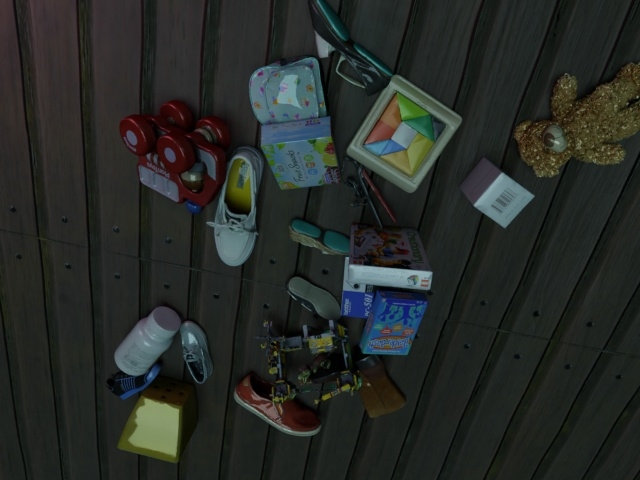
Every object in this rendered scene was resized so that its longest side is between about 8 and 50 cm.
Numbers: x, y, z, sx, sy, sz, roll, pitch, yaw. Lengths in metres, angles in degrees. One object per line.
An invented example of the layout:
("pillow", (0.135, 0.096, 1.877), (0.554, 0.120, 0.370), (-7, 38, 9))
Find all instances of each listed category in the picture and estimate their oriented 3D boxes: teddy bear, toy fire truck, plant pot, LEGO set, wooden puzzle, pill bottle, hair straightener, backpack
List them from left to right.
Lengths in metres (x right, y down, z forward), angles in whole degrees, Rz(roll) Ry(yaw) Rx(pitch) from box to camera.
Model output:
("pill bottle", (-0.564, 0.328, 1.428), (0.131, 0.131, 0.229), (39, 111, -11))
("plant pot", (-0.548, 0.604, 1.516), (0.212, 0.212, 0.187), (14, 101, -1))
("toy fire truck", (-0.373, -0.206, 1.146), (0.302, 0.169, 0.254), (27, 132, 18))
("backpack", (-0.084, -0.364, 1.081), (0.188, 0.144, 0.166), (-5, 118, 11))
("LEGO set", (-0.043, 0.368, 1.318), (0.330, 0.192, 0.255), (-6, 70, 17))
("hair straightener", (0.118, -0.125, 1.197), (0.089, 0.047, 0.231), (-31, 97, 13))
("wooden puzzle", (0.218, -0.272, 1.135), (0.220, 0.044, 0.239), (30, 109, -8))
("teddy bear", (0.662, -0.290, 1.056), (0.337, 0.113, 0.245), (-9, 110, 9))

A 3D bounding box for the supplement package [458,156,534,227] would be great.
("supplement package", (0.443, -0.127, 1.107), (0.105, 0.179, 0.105), (32, 112, -8))

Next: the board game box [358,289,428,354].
("board game box", (0.224, 0.258, 1.342), (0.159, 0.047, 0.211), (6, 116, -18))

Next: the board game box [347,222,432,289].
("board game box", (0.171, 0.032, 1.134), (0.192, 0.305, 0.053), (5, 111, 3))

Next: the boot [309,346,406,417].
("boot", (0.122, 0.499, 1.477), (0.264, 0.096, 0.281), (-26, 116, 8))

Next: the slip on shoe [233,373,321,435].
("slip on shoe", (-0.139, 0.572, 1.503), (0.331, 0.123, 0.101), (30, 109, -2))

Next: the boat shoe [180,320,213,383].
("boat shoe", (-0.422, 0.382, 1.464), (0.079, 0.081, 0.228), (-9, 112, 9))

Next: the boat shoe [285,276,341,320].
("boat shoe", (-0.024, 0.184, 1.365), (0.206, 0.075, 0.065), (37, 155, -16))

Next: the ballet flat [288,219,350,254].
("ballet flat", (0.000, 0.000, 1.278), (0.206, 0.073, 0.067), (25, 141, -2))

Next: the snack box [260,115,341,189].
("snack box", (-0.043, -0.218, 1.115), (0.174, 0.070, 0.207), (-5, 154, 7))

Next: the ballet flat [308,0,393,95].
("ballet flat", (0.053, -0.463, 1.054), (0.280, 0.095, 0.096), (43, 122, -12))

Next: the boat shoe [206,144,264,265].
("boat shoe", (-0.236, -0.072, 1.210), (0.135, 0.156, 0.368), (16, 113, -1))

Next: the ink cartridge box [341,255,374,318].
("ink cartridge box", (0.118, 0.136, 1.325), (0.097, 0.046, 0.207), (5, 115, 4))

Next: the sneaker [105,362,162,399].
("sneaker", (-0.666, 0.483, 1.532), (0.232, 0.081, 0.090), (-35, 113, 19))
